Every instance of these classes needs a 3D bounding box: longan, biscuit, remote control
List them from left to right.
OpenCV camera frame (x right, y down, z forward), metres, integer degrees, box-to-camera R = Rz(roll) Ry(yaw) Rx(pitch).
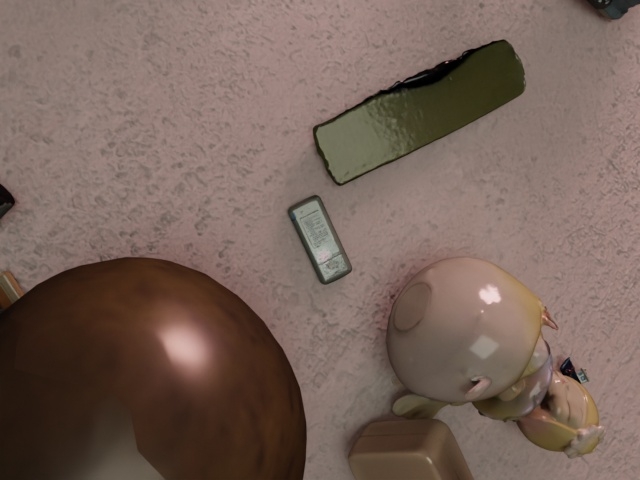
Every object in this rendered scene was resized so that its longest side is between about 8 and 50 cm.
[{"bbox_3d":[-0.183,0.209,0.557,0.336,0.404,0.404,-24,99,-2],"label":"longan"},{"bbox_3d":[0.000,0.000,0.749,0.053,0.018,0.124,-27,100,-8],"label":"remote control"},{"bbox_3d":[0.142,-0.185,0.750,0.322,0.038,0.099,-28,103,-8],"label":"biscuit"}]

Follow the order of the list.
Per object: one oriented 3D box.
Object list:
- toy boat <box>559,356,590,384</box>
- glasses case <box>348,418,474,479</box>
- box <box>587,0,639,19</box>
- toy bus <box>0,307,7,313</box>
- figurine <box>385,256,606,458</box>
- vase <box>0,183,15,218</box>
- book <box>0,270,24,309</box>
[{"bbox_3d":[0.406,0.219,0.838,0.038,0.038,0.083,-33,100,-6],"label":"toy boat"},{"bbox_3d":[0.169,0.415,0.756,0.144,0.076,0.336,-17,103,36],"label":"glasses case"},{"bbox_3d":[0.448,-0.445,0.738,0.162,0.130,0.227,28,90,-27],"label":"box"},{"bbox_3d":[-0.404,0.199,0.642,0.094,0.079,0.236,11,95,-11],"label":"toy bus"},{"bbox_3d":[0.246,0.201,0.759,0.394,0.226,0.274,35,119,-23],"label":"figurine"},{"bbox_3d":[-0.466,0.010,0.639,0.060,0.060,0.211,44,86,-11],"label":"vase"},{"bbox_3d":[-0.465,0.167,0.676,0.242,0.018,0.170,-28,101,-7],"label":"book"}]
